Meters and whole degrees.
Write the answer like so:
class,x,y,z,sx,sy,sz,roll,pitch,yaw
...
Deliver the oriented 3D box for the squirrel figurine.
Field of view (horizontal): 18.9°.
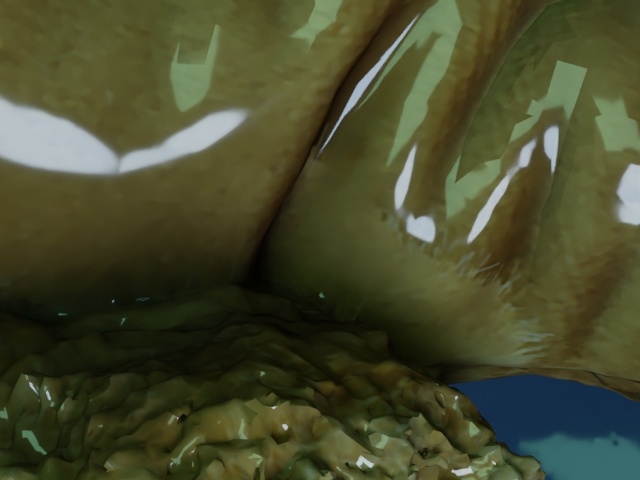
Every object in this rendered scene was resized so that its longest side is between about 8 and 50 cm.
class,x,y,z,sx,sy,sz,roll,pitch,yaw
squirrel figurine,0.000,0.000,0.579,0.370,0.281,0.397,24,71,0
